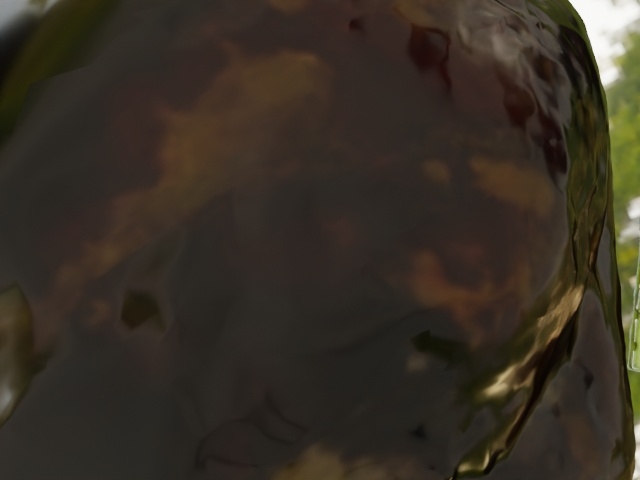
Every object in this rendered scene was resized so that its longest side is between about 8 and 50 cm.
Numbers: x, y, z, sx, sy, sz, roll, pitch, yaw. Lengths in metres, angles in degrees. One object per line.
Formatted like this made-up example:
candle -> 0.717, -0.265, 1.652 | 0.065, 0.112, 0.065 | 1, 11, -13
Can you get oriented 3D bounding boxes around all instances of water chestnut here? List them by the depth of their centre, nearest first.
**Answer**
water chestnut -> -0.038, 0.022, 0.665 | 0.335, 0.335, 0.347 | 48, 177, -17

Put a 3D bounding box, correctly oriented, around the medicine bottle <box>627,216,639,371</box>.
medicine bottle -> 0.377, 0.048, 1.326 | 0.141, 0.250, 0.137 | -11, -72, -49
